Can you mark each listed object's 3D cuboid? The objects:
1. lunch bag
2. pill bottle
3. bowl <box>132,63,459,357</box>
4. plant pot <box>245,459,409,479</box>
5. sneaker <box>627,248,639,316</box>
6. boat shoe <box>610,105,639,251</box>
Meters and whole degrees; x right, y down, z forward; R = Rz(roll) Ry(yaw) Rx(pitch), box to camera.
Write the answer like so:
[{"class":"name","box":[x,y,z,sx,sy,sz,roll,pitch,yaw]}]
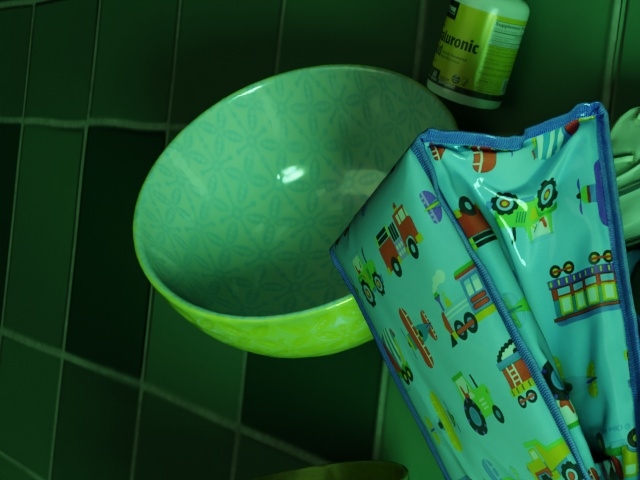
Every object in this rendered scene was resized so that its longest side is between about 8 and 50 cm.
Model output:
[{"class":"lunch bag","box":[0.128,0.092,0.913,0.221,0.138,0.293,126,130,-67]},{"class":"pill bottle","box":[0.132,-0.170,1.138,0.065,0.065,0.116,38,117,53]},{"class":"bowl","box":[0.000,0.000,1.209,0.289,0.289,0.156,57,174,44]},{"class":"plant pot","box":[-0.028,0.364,1.171,0.275,0.275,0.293,-12,92,57]},{"class":"sneaker","box":[0.235,0.113,0.923,0.090,0.081,0.232,166,107,-64]},{"class":"boat shoe","box":[0.230,-0.049,0.950,0.267,0.096,0.088,152,113,-62]}]
